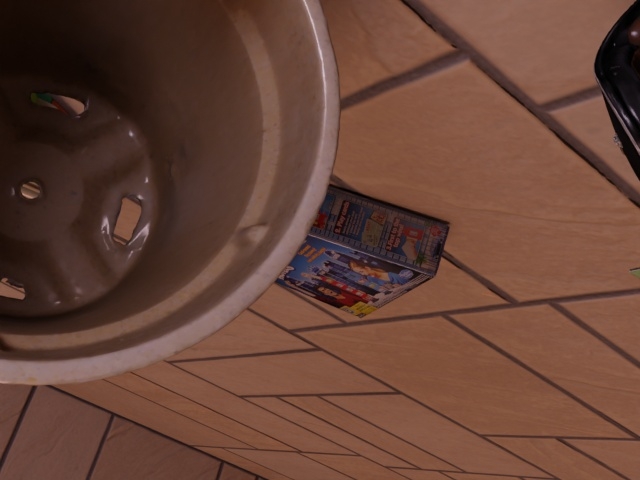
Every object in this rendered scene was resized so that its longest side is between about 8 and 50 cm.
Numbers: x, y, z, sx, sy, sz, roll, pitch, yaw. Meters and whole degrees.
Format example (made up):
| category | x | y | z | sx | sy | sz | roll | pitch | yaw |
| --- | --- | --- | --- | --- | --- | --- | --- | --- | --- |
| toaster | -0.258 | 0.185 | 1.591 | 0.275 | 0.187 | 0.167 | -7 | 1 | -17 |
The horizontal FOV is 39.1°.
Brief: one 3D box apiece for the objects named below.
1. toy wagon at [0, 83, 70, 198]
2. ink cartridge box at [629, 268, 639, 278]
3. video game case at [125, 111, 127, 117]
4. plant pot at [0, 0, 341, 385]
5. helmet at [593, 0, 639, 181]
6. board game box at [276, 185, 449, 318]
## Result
| category | x | y | z | sx | sy | sz | roll | pitch | yaw |
| --- | --- | --- | --- | --- | --- | --- | --- | --- | --- |
| toy wagon | -0.338 | -0.106 | 0.928 | 0.267 | 0.068 | 0.344 | 24 | 155 | -14 |
| ink cartridge box | 0.376 | 0.054 | 0.772 | 0.109 | 0.062 | 0.209 | 27 | 156 | -21 |
| video game case | -0.103 | -0.078 | 0.806 | 0.143 | 0.019 | 0.157 | 12 | 132 | 14 |
| plant pot | -0.194 | -0.063 | 0.621 | 0.334 | 0.334 | 0.305 | 24 | 162 | -14 |
| helmet | 0.238 | -0.066 | 0.463 | 0.161 | 0.169 | 0.169 | 46 | 149 | -15 |
| board game box | 0.000 | 0.000 | 0.928 | 0.194 | 0.060 | 0.194 | 25 | 156 | -12 |
